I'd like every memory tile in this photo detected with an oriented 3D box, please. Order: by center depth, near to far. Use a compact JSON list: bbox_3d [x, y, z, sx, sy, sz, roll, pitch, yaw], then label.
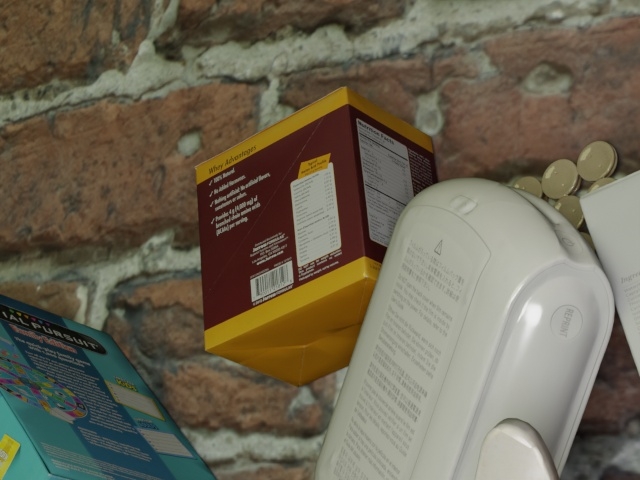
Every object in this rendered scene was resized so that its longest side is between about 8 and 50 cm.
[{"bbox_3d":[0.214,-0.004,1.415,0.113,0.012,0.148,-28,55,31],"label":"memory tile"}]

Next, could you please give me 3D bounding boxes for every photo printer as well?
[{"bbox_3d":[0.109,0.107,1.311,0.256,0.107,0.307,-141,66,-67],"label":"photo printer"}]

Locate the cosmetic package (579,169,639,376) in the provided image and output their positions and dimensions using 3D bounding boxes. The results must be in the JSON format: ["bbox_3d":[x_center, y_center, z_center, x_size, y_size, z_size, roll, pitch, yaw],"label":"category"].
[{"bbox_3d":[0.277,0.066,1.242,0.085,0.117,0.231,-25,56,19],"label":"cosmetic package"}]

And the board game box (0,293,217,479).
[{"bbox_3d":[-0.243,0.175,1.583,0.079,0.254,0.336,-54,44,10],"label":"board game box"}]

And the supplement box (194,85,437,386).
[{"bbox_3d":[0.000,0.000,1.527,0.191,0.129,0.194,-26,55,33],"label":"supplement box"}]

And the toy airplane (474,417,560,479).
[{"bbox_3d":[0.265,0.240,1.048,0.386,0.272,0.384,-39,68,36],"label":"toy airplane"}]
